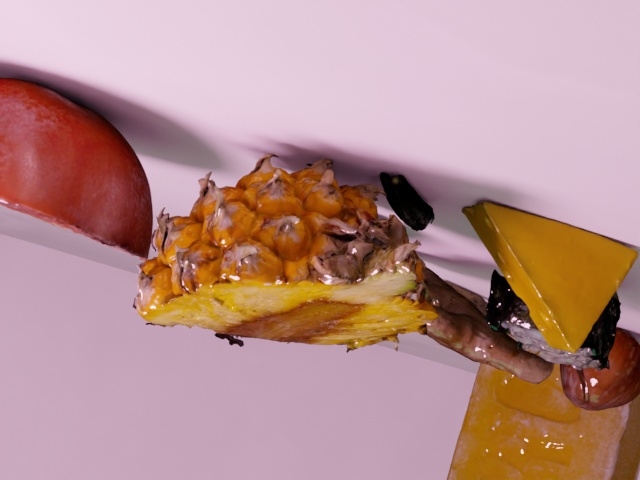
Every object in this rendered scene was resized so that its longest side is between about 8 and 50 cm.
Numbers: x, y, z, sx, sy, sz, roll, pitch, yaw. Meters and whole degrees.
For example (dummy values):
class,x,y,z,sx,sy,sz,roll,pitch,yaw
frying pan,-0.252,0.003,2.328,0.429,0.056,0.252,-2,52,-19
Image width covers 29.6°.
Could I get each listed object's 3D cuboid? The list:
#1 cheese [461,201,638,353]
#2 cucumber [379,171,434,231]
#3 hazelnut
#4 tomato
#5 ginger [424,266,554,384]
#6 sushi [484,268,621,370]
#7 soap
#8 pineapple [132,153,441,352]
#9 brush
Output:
class,x,y,z,sx,sy,sz,roll,pitch,yaw
cheese,0.226,0.017,1.294,0.171,0.126,0.093,36,176,-5
cucumber,0.091,-0.040,1.309,0.033,0.034,0.135,18,173,27
hazelnut,0.436,0.201,1.886,0.143,0.143,0.154,19,173,-13
tomato,-0.327,-0.098,1.379,0.338,0.144,0.338,21,174,2
ginger,0.156,0.095,1.628,0.166,0.080,0.333,16,-162,-36
sushi,0.285,0.082,1.458,0.147,0.115,0.212,9,169,28
soap,0.397,0.319,2.058,0.293,0.335,0.156,12,170,40
pineapple,0.007,-0.020,1.273,0.344,0.209,0.286,11,155,-35
brush,0.266,0.118,1.973,0.248,0.043,0.036,22,164,-39
